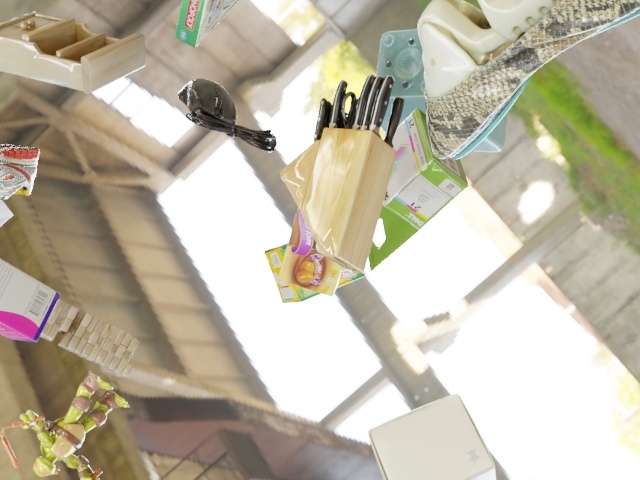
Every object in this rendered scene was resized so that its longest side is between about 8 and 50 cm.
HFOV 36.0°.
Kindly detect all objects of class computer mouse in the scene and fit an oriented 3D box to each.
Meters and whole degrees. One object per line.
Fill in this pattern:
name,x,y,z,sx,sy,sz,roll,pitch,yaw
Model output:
computer mouse,-0.164,-0.240,1.815,0.184,0.060,0.262,21,-166,-19

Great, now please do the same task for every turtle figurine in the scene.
turtle figurine,-0.455,0.364,1.822,0.087,0.217,0.269,11,145,50

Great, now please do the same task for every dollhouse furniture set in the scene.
dollhouse furniture set,-0.475,-0.493,1.751,0.256,0.394,0.362,16,-148,21

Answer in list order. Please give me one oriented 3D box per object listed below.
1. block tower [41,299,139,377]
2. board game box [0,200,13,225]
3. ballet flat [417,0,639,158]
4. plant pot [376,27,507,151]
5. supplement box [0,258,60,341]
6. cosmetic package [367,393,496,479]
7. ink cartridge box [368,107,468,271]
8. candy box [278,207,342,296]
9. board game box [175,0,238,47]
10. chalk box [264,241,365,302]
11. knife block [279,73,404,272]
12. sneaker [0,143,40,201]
block tower,-0.568,0.195,2.215,0.335,0.097,0.091,30,165,-12
board game box,-0.643,-0.065,1.676,0.039,0.160,0.211,30,156,36
ballet flat,0.231,-0.269,1.168,0.182,0.483,0.164,28,-125,-19
plant pot,0.241,-0.337,2.098,0.248,0.247,0.252,3,172,34
supplement box,-0.643,0.100,1.920,0.114,0.111,0.220,-1,149,45
cosmetic package,0.174,0.368,1.473,0.296,0.153,0.129,76,173,-55
ink cartridge box,0.141,-0.093,1.843,0.097,0.255,0.188,34,-153,-26
candy box,0.000,0.000,1.771,0.109,0.186,0.053,19,-149,3
board game box,-0.146,-0.510,1.742,0.046,0.213,0.317,30,-128,4
chalk box,0.006,0.045,2.204,0.132,0.213,0.132,71,160,-1
knife block,0.067,-0.121,1.568,0.088,0.242,0.275,31,-154,-51
sneaker,-0.519,-0.099,1.536,0.088,0.092,0.225,8,-170,24
